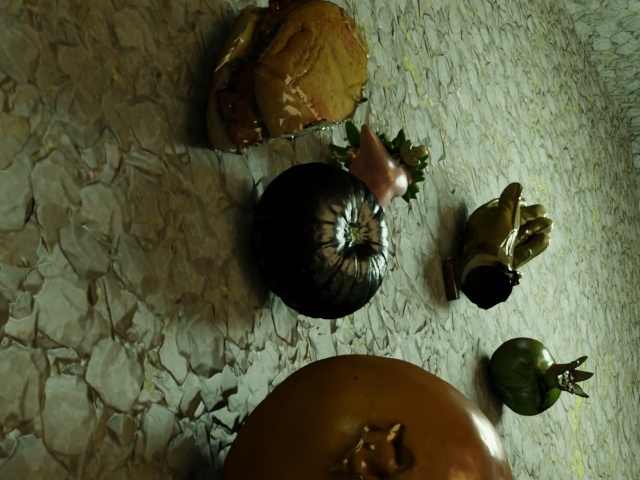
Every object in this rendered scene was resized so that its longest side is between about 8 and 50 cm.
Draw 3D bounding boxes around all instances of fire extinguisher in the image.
[{"bbox_3d":[0.242,0.068,1.670,0.028,0.022,0.083,-3,79,-24],"label":"fire extinguisher"}]

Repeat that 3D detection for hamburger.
[{"bbox_3d":[-0.041,-0.211,1.150,0.282,0.155,0.245,3,73,-56],"label":"hamburger"}]

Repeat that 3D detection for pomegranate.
[{"bbox_3d":[0.421,0.264,1.742,0.152,0.191,0.131,54,53,-33],"label":"pomegranate"}]

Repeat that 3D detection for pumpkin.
[{"bbox_3d":[0.000,0.000,1.155,0.202,0.140,0.202,11,73,-42],"label":"pumpkin"}]

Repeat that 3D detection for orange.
[{"bbox_3d":[0.047,0.274,0.957,0.312,0.312,0.312,32,52,-52],"label":"orange"}]

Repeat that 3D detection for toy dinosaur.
[{"bbox_3d":[0.057,-0.085,1.323,0.177,0.152,0.194,-43,157,-57],"label":"toy dinosaur"}]

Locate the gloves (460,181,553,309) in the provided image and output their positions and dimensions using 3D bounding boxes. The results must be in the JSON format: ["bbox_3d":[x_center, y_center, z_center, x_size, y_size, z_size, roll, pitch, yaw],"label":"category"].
[{"bbox_3d":[0.349,0.005,1.767,0.154,0.141,0.331,53,36,-12],"label":"gloves"}]
